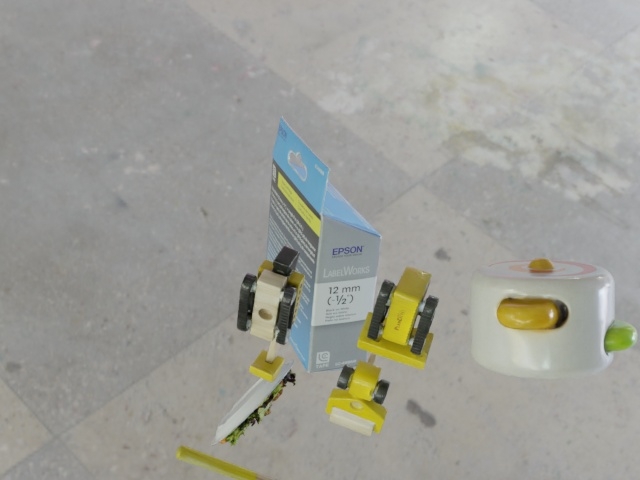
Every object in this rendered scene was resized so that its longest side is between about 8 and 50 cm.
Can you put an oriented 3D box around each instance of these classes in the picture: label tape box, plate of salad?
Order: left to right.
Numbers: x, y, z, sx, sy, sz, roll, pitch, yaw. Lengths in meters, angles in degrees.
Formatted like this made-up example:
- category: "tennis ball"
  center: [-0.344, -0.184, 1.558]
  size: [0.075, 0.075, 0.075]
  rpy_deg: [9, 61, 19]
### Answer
- category: "plate of salad"
  center: [-0.108, 0.280, 1.400]
  size: [0.048, 0.200, 0.200]
  rpy_deg: [46, 50, 0]
- category: "label tape box"
  center: [0.000, 0.000, 1.336]
  size: [0.115, 0.347, 0.249]
  rpy_deg: [-3, 27, -21]

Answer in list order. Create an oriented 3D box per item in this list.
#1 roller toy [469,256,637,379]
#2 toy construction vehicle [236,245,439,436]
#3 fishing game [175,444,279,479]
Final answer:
- category: "roller toy"
  center: [0.295, 0.096, 1.114]
  size: [0.210, 0.146, 0.191]
  rpy_deg: [-5, 7, -24]
- category: "toy construction vehicle"
  center: [0.008, 0.041, 0.377]
  size: [0.086, 0.098, 0.035]
  rpy_deg: [17, 42, 11]
- category: "fishing game"
  center: [-0.071, 0.244, 0.419]
  size: [0.189, 0.041, 0.264]
  rpy_deg: [21, 77, -20]
